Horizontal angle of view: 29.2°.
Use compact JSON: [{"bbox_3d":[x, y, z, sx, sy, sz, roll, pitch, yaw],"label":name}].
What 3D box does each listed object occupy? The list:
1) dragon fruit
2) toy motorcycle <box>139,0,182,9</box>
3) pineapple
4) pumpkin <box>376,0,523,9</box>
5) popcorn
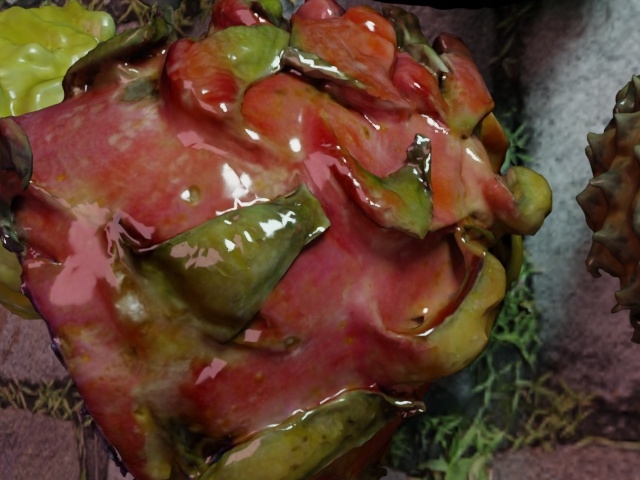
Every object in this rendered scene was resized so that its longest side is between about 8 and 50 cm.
[{"bbox_3d":[0.000,0.000,0.707,0.262,0.314,0.296,-23,87,9],"label":"dragon fruit"},{"bbox_3d":[-0.068,-0.315,0.915,0.182,0.241,0.319,-2,68,-1],"label":"toy motorcycle"},{"bbox_3d":[0.203,-0.021,0.606,0.166,0.166,0.193,-51,44,20],"label":"pineapple"},{"bbox_3d":[0.086,-0.204,0.721,0.202,0.202,0.140,23,126,41],"label":"pumpkin"},{"bbox_3d":[-0.222,-0.063,0.921,0.249,0.225,0.249,-3,86,48],"label":"popcorn"}]
